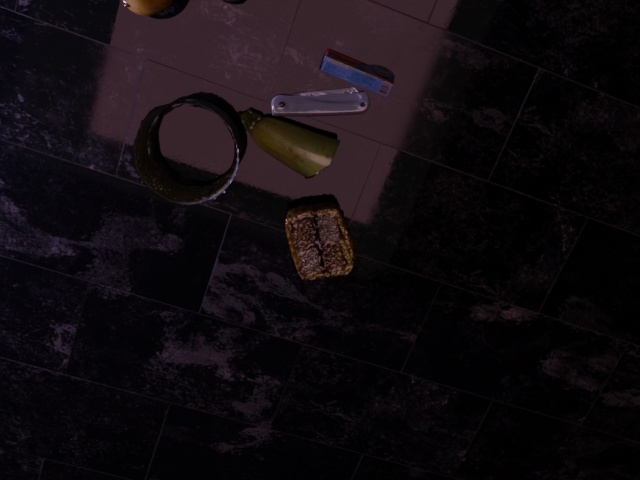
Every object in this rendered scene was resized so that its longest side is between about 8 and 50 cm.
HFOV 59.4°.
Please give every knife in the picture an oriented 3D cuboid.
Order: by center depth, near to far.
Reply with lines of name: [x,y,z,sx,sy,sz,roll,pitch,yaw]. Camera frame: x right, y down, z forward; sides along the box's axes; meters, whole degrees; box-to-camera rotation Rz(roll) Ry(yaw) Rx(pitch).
knife: [0.001,-0.370,1.511,0.266,0.040,0.073,-4,98,-1]

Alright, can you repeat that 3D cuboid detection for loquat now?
loquat: [-0.414,-0.614,1.347,0.163,0.163,0.137,-37,94,9]

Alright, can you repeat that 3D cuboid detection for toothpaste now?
toothpaste: [0.100,-0.449,1.486,0.194,0.070,0.044,20,136,-9]

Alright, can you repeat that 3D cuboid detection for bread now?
bread: [0.000,0.000,1.604,0.182,0.096,0.222,-14,107,2]

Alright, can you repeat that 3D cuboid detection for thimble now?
thimble: [-0.342,-0.240,1.477,0.271,0.150,0.270,-1,109,-3]

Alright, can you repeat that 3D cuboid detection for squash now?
squash: [-0.103,-0.256,1.508,0.288,0.137,0.137,20,106,-3]
